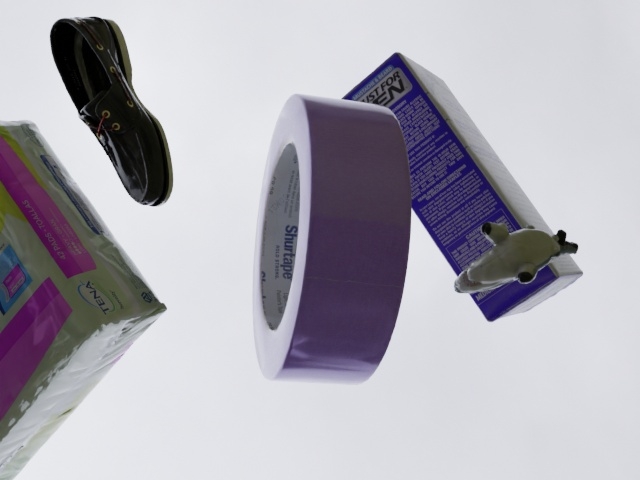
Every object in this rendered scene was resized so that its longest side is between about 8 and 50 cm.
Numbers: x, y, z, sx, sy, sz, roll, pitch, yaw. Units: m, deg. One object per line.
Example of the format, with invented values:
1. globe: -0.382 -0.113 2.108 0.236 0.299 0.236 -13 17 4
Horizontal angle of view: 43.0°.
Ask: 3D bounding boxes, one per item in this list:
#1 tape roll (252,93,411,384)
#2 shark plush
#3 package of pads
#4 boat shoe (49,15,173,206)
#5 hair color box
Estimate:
1. tape roll: 0.000 0.000 0.789 0.090 0.275 0.274 6 -107 -13
2. shark plush: 0.206 0.013 0.839 0.161 0.067 0.073 -24 -116 -42
3. package of pads: -0.297 0.064 0.695 0.229 0.296 0.101 51 -154 15
4. boat shoe: -0.135 -0.081 0.520 0.042 0.049 0.132 -17 -97 -54
5. hair color box: 0.182 -0.066 1.043 0.338 0.110 0.185 59 -158 15
